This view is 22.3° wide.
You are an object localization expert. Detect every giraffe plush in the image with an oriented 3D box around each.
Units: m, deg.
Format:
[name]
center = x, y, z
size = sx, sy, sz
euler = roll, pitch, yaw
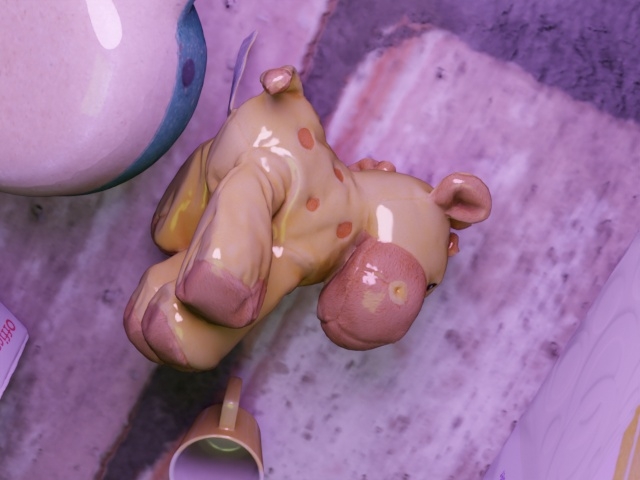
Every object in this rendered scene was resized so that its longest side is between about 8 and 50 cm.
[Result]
[giraffe plush]
center = 0.000, 0.000, 0.985
size = 0.170, 0.181, 0.210
euler = 24, 80, -17

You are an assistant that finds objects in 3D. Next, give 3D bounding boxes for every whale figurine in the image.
[whale figurine]
center = -0.145, -0.161, 0.933
size = 0.216, 0.141, 0.272
euler = 1, 92, 27

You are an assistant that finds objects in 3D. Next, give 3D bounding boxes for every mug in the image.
[mug]
center = -0.061, 0.136, 1.083
size = 0.062, 0.064, 0.078
euler = 41, 111, -13

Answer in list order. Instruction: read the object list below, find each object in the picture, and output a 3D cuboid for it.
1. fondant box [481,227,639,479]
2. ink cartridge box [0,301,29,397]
[fondant box]
center = 0.192, 0.139, 0.969
size = 0.096, 0.238, 0.330
euler = 24, 114, -7
[ink cartridge box]
center = -0.267, 0.045, 1.033
size = 0.063, 0.109, 0.150
euler = -35, 107, 17
